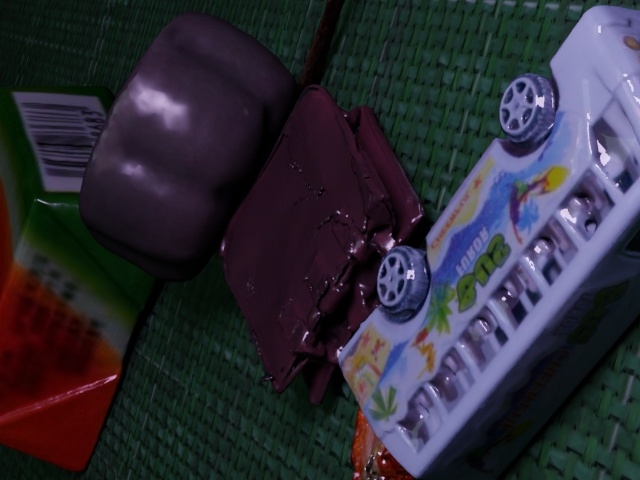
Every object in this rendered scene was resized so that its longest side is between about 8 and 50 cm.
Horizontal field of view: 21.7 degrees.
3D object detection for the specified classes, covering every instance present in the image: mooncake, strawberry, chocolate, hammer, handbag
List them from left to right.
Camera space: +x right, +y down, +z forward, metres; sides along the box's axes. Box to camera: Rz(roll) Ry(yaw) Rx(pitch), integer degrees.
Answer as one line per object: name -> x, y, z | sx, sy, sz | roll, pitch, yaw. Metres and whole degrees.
chocolate -> -0.317, 0.028, 1.914 | 0.341, 0.161, 0.360 | -68, 26, 21
mooncake -> -0.120, -0.083, 1.519 | 0.245, 0.133, 0.245 | -60, -2, -4
handbag -> 0.003, 0.000, 1.387 | 0.203, 0.074, 0.216 | -63, 30, 24
hammer -> 0.012, -0.197, 1.514 | 0.021, 0.065, 0.178 | -105, 28, -51
strawberry -> 0.057, 0.129, 1.238 | 0.104, 0.048, 0.152 | 124, 163, -47

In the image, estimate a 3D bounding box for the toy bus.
toy bus -> 0.139, 0.012, 1.070 | 0.329, 0.109, 0.136 | -56, 40, 34
